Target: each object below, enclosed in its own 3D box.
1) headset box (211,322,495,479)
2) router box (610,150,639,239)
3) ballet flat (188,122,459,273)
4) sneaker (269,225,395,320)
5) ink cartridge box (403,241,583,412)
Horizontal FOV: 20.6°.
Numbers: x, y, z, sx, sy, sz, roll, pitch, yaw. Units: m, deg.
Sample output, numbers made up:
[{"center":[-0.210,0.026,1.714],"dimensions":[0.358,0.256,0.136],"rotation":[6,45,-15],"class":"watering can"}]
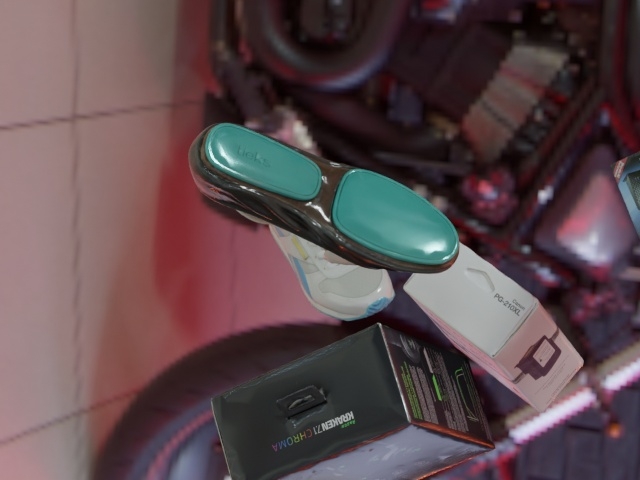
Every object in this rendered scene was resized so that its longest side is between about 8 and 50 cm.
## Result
[{"center":[0.038,0.224,2.154],"dimensions":[0.283,0.246,0.131],"rotation":[23,46,-59],"class":"headset box"},{"center":[0.326,-0.048,1.546],"dimensions":[0.038,0.122,0.092],"rotation":[-12,78,-53],"class":"router box"},{"center":[0.000,-0.034,1.735],"dimensions":[0.095,0.280,0.096],"rotation":[-67,-175,-30],"class":"ballet flat"},{"center":[0.000,0.000,1.932],"dimensions":[0.087,0.228,0.092],"rotation":[-30,139,-14],"class":"sneaker"},{"center":[0.232,0.113,2.348],"dimensions":[0.100,0.172,0.237],"rotation":[-50,148,-4],"class":"ink cartridge box"}]
